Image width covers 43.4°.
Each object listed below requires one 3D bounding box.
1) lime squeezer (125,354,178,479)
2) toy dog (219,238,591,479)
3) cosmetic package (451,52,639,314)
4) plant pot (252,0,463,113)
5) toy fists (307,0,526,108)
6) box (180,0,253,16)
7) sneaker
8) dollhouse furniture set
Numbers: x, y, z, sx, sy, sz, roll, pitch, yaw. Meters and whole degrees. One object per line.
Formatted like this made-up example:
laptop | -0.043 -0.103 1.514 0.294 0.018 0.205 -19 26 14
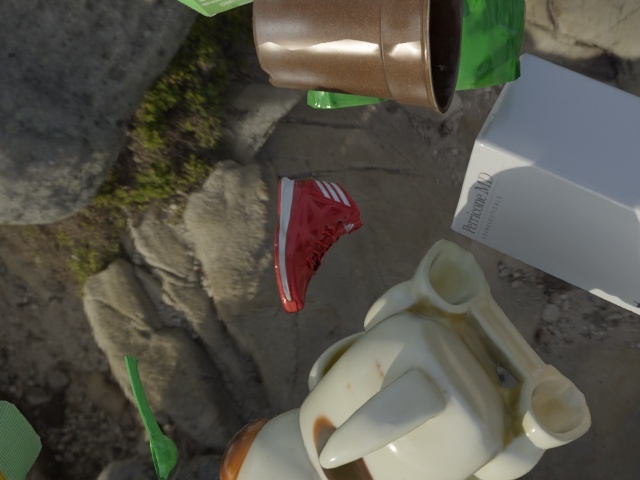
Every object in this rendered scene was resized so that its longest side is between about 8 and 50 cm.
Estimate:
lime squeezer | -0.252 0.313 1.060 0.110 0.059 0.310 25 65 -23
toy dog | 0.067 0.260 0.980 0.284 0.395 0.408 48 120 5
cosmetic package | 0.414 -0.031 1.008 0.453 0.230 0.161 25 66 14
plant pot | 0.036 -0.201 0.739 0.165 0.167 0.166 4 88 19
toy fists | 0.099 -0.241 0.903 0.279 0.096 0.142 -9 115 -9
box | -0.162 -0.332 0.785 0.232 0.322 0.058 1 74 46
sneaker | 0.000 0.000 1.187 0.128 0.087 0.221 -3 66 3
dollhouse furniture set | -0.215 0.200 0.645 0.059 0.076 0.151 -15 118 19
